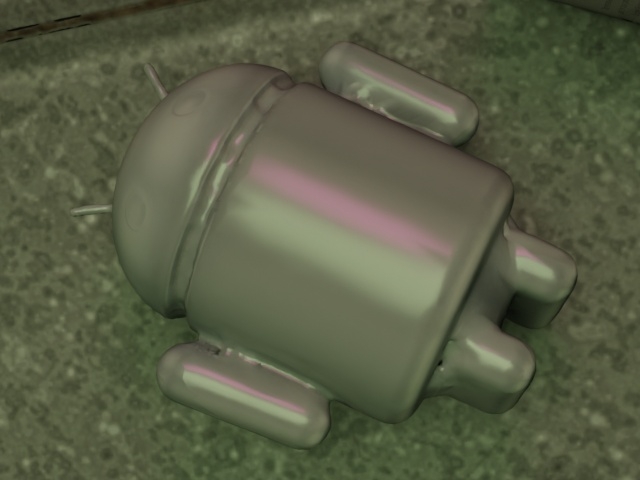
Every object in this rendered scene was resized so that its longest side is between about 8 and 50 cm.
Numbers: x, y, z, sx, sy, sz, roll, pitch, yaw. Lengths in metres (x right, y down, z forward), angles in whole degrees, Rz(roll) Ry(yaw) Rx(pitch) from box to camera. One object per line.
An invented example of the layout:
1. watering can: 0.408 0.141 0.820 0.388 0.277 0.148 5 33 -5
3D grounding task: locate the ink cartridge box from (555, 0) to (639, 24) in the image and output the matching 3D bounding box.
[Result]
1. ink cartridge box: 0.264 -0.212 0.927 0.283 0.207 0.117 17 91 8

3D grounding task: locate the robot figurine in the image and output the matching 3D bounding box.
1. robot figurine: 0.000 0.000 0.973 0.353 0.200 0.300 26 72 8
